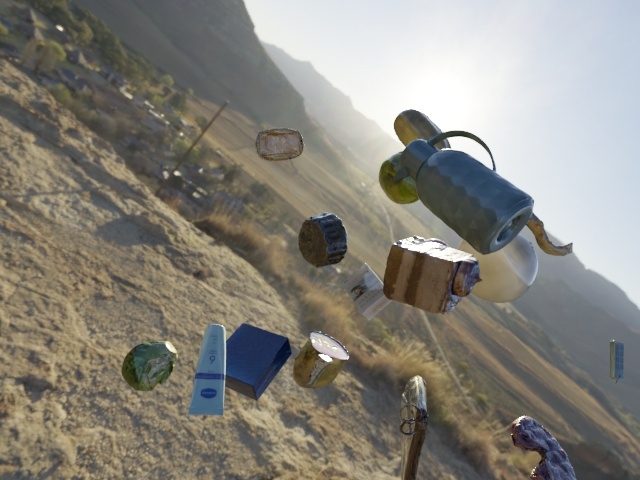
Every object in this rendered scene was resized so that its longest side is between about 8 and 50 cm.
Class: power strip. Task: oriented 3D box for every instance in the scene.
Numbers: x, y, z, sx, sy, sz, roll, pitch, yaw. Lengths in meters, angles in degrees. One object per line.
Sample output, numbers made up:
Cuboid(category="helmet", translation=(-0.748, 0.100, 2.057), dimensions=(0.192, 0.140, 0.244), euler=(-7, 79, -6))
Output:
Cuboid(category="power strip", translation=(0.959, 0.393, 1.422), dimensions=(0.051, 0.136, 0.019), euler=(13, -12, -25))

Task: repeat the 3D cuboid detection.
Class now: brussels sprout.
Cuboid(category="brussels sprout", translation=(-0.587, 0.416, 1.499), dimensions=(0.146, 0.183, 0.131), euler=(20, -27, 36))

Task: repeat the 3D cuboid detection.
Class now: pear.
Cuboid(category="pear", translation=(0.287, -0.220, 1.536), dimensions=(0.187, 0.187, 0.220), euler=(45, 16, 20))

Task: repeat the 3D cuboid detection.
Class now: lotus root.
Cuboid(category="lotus root", translation=(0.424, -0.397, 1.783), dimensions=(0.169, 0.151, 0.342), euler=(-6, 57, -50))

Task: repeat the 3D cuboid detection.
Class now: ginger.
Cuboid(category="ginger", translation=(0.680, -0.049, 1.401), dimensions=(0.288, 0.075, 0.089), euler=(44, -4, 9))

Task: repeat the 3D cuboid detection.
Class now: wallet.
Cuboid(category="wallet", translation=(0.236, 0.516, 1.156), dimensions=(0.068, 0.334, 0.275), euler=(7, 14, 13))

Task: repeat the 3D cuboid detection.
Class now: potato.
Cuboid(category="potato", translation=(-0.019, 0.585, 2.055), dimensions=(0.230, 0.265, 0.229), euler=(22, 17, -7))

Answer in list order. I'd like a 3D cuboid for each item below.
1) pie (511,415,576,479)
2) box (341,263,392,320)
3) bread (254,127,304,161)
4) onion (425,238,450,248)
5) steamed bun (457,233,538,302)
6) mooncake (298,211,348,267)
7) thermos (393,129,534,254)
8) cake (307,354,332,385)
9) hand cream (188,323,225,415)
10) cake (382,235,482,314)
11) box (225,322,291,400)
Cuboid(category="pie", translation=(0.622, 0.604, 1.225), dimensions=(0.205, 0.054, 0.218), euler=(26, 33, -26))
Cuboid(category="box", translation=(0.202, 0.218, 1.913), dimensions=(0.067, 0.150, 0.233), euler=(49, 4, -36))
Cuboid(category="bread", translation=(-0.169, -0.387, 1.783), dimensions=(0.191, 0.132, 0.114), euler=(-3, 10, -11))
Cuboid(category="onion", translation=(0.465, 0.078, 1.804), dimensions=(0.154, 0.177, 0.177), euler=(-15, 39, -16))
Cuboid(category="steamed bun", translation=(0.688, 0.102, 1.764), dimensions=(0.207, 0.324, 0.324), euler=(-25, 58, -30))
Cuboid(category="mooncake", translation=(0.000, 0.000, 1.817), dimensions=(0.124, 0.228, 0.228), euler=(-13, 49, -38))
Cuboid(category="thermos", translation=(0.293, -0.120, 0.911), dimensions=(0.286, 0.182, 0.145), euler=(50, 9, 31))
Cuboid(category="cake", translation=(-0.011, 0.516, 1.757), dimensions=(0.051, 0.140, 0.055), euler=(22, 20, -43))
Cuboid(category="hand cream", translation=(-0.374, 0.435, 1.504), dimensions=(0.110, 0.067, 0.320), euler=(7, 51, -13))
Cuboid(category="cake", translation=(0.372, 0.118, 1.423), dimensions=(0.293, 0.198, 0.196), euler=(17, 16, 33))
Cuboid(category="box", translation=(-0.311, 0.523, 1.928), dimensions=(0.262, 0.116, 0.279), euler=(14, 39, 26))
